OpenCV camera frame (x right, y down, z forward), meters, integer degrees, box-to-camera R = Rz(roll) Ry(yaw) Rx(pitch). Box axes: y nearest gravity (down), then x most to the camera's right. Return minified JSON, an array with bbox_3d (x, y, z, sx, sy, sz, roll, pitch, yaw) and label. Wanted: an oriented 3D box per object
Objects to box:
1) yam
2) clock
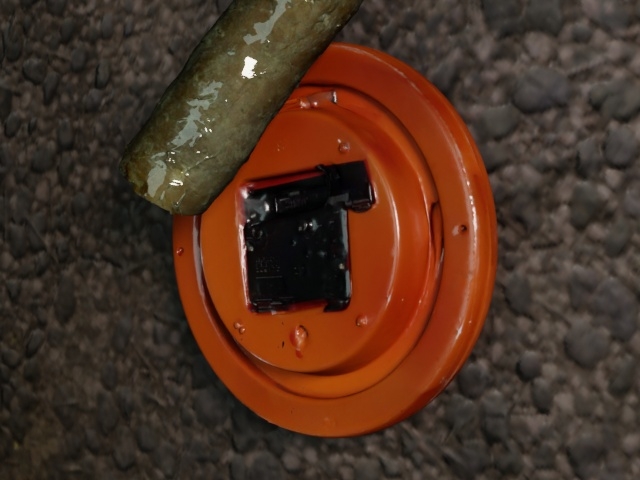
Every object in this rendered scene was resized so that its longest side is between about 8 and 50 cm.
[{"bbox_3d":[-0.008,-0.121,0.695,0.061,0.061,0.253,43,102,29],"label":"yam"},{"bbox_3d":[0.000,0.000,0.734,0.205,0.051,0.205,2,93,40],"label":"clock"}]
